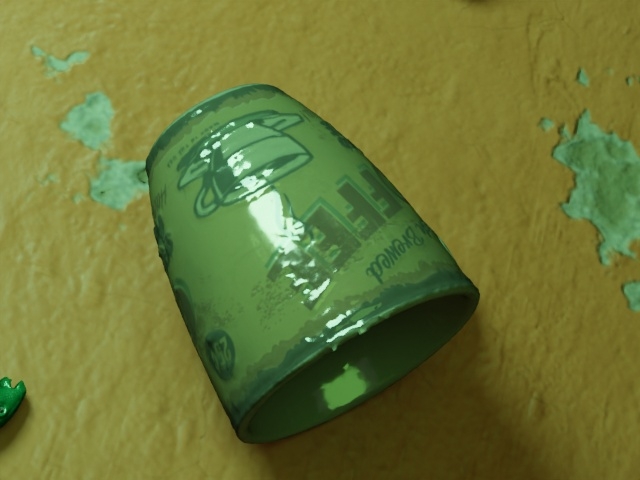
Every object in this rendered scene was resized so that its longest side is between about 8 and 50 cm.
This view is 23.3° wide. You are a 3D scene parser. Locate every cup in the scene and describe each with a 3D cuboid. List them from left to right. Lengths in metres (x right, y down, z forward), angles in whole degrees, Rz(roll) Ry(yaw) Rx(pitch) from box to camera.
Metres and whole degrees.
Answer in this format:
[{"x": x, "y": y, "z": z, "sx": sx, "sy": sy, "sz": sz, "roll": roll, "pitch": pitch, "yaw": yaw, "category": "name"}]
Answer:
[{"x": 0.000, "y": 0.000, "z": 1.322, "sx": 0.301, "sy": 0.227, "sz": 0.257, "roll": -6, "pitch": 62, "yaw": -50, "category": "cup"}]

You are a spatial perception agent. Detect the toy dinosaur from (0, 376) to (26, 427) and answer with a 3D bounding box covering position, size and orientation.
[{"x": -0.306, "y": 0.124, "z": 1.250, "sx": 0.132, "sy": 0.059, "sz": 0.096, "roll": -28, "pitch": 83, "yaw": -33, "category": "toy dinosaur"}]
